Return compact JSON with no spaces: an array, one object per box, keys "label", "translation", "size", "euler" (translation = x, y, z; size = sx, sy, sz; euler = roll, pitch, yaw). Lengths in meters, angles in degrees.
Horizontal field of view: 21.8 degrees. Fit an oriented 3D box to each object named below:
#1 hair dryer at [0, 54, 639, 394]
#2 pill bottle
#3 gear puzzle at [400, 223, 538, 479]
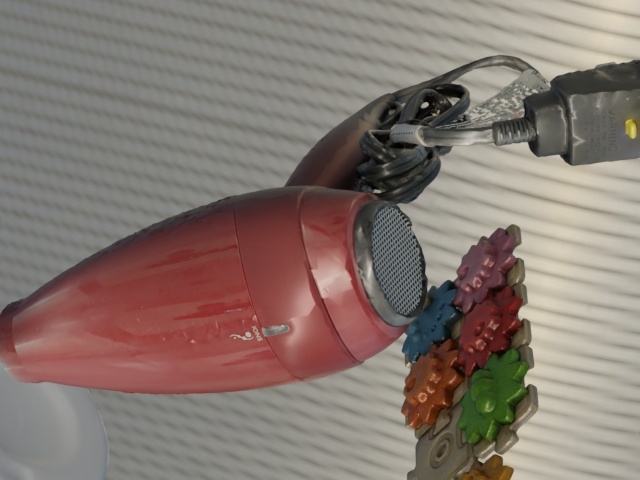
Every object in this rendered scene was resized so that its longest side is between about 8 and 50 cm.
[{"label":"hair dryer","translation":[0.000,0.000,0.726],"size":[0.293,0.223,0.080],"euler":[-22,100,-11]},{"label":"pill bottle","translation":[-0.386,0.259,1.590],"size":[0.204,0.204,0.361],"euler":[43,120,-11]},{"label":"gear puzzle","translation":[0.116,0.135,1.436],"size":[0.044,0.339,0.175],"euler":[29,125,-21]}]
